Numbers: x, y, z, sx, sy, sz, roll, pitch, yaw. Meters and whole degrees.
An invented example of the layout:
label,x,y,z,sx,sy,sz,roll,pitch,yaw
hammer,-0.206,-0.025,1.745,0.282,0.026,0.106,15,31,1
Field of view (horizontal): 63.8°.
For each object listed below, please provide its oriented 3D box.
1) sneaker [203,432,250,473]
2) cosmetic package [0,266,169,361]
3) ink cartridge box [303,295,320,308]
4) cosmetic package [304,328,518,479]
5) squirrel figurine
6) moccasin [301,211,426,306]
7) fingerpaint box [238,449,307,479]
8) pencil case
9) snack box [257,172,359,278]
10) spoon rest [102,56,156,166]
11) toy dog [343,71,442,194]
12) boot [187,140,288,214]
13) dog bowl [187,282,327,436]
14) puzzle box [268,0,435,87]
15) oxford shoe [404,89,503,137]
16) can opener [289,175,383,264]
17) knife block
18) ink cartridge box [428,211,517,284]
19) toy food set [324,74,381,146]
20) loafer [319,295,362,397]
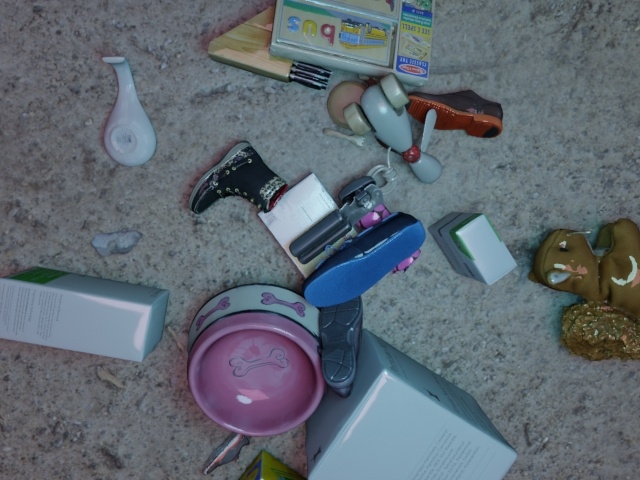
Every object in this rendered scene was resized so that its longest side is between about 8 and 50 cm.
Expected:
label,x,y,z,sx,sy,sz,roll,pitch,yaw
sneaker,-0.263,0.611,1.451,0.158,0.061,0.065,-45,103,3
cosmetic package,-0.598,0.184,1.317,0.365,0.197,0.155,10,95,-6
ink cartridge box,-0.100,0.205,1.409,0.198,0.067,0.116,10,96,-4
cosmetic package,0.206,0.503,1.327,0.393,0.329,0.328,33,95,-7
squirrel figurine,0.751,0.138,1.354,0.369,0.281,0.398,5,94,3
moccasin,0.104,0.049,1.301,0.341,0.117,0.138,-28,126,-5
fingerpaint box,-0.153,0.887,1.434,0.371,0.163,0.445,37,93,-7
pencil case,0.177,-0.012,1.392,0.098,0.095,0.209,-37,95,17
snack box,0.000,0.000,1.396,0.187,0.060,0.322,-36,97,2
spoon rest,-0.504,-0.330,1.334,0.137,0.084,0.277,-1,110,-2
toy dog,0.190,-0.293,1.320,0.219,0.161,0.334,-12,136,13
boot,-0.214,-0.123,1.333,0.178,0.085,0.236,42,89,15
dog bowl,-0.158,0.324,1.328,0.407,0.150,0.409,0,112,0
puzzle box,0.086,-0.557,1.286,0.408,0.052,0.273,8,83,-12
oxford shoe,0.354,-0.354,1.375,0.271,0.097,0.099,16,69,-4
can opener,0.037,-0.057,1.335,0.283,0.095,0.076,-37,135,7
knife block,-0.116,-0.453,1.325,0.275,0.088,0.242,-29,96,0
ink cartridge box,0.387,0.013,1.340,0.092,0.219,0.160,-34,98,-2
toy food set,0.085,-0.360,1.378,0.132,0.038,0.192,16,101,2
loafer,0.054,0.246,1.287,0.108,0.303,0.095,-4,134,12
